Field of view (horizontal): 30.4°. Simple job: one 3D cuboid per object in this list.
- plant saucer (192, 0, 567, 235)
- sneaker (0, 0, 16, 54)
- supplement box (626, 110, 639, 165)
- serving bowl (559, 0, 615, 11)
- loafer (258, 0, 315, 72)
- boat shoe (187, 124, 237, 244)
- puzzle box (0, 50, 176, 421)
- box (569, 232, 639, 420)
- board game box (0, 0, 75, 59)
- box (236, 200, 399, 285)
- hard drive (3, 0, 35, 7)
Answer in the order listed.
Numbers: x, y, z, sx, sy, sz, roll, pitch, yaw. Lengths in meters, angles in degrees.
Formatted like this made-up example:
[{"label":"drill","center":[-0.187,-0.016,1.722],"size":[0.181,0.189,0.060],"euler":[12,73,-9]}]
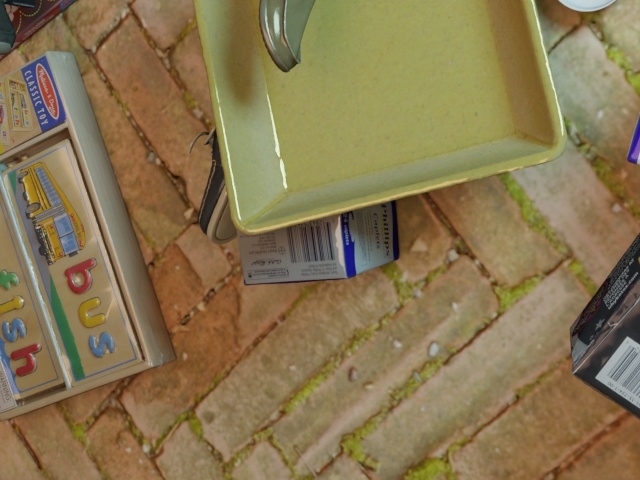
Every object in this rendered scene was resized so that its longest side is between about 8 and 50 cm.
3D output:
[{"label":"plant saucer","center":[0.052,-0.193,1.175],"size":[0.332,0.081,0.333],"euler":[-14,78,14]},{"label":"sneaker","center":[-0.419,-0.331,1.346],"size":[0.106,0.101,0.267],"euler":[-40,75,23]},{"label":"supplement box","center":[0.401,-0.093,1.037],"size":[0.220,0.111,0.114],"euler":[19,105,25]},{"label":"serving bowl","center":[0.263,-0.263,1.137],"size":[0.083,0.027,0.083],"euler":[4,98,28]},{"label":"loafer","center":[-0.028,-0.235,1.133],"size":[0.050,0.056,0.148],"euler":[-5,79,18]},{"label":"boat shoe","center":[-0.082,-0.121,1.297],"size":[0.079,0.095,0.255],"euler":[29,106,22]},{"label":"puzzle box","center":[-0.359,0.001,1.483],"size":[0.272,0.052,0.409],"euler":[-22,85,27]},{"label":"box","center":[0.362,0.104,1.025],"size":[0.247,0.142,0.163],"euler":[34,107,3]},{"label":"board game box","center":[-0.384,-0.329,1.472],"size":[0.281,0.027,0.145],"euler":[-30,82,27]},{"label":"box","center":[0.000,0.000,1.243],"size":[0.126,0.137,0.072],"euler":[-4,96,28]},{"label":"hard drive","center":[-0.427,-0.468,1.433],"size":[0.236,0.064,0.339],"euler":[14,99,28]}]
